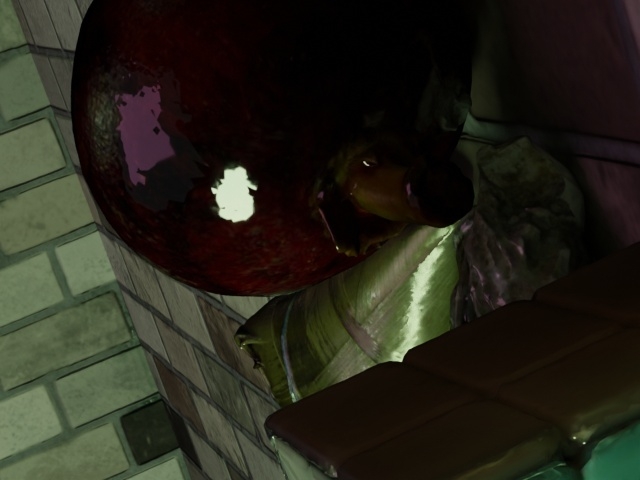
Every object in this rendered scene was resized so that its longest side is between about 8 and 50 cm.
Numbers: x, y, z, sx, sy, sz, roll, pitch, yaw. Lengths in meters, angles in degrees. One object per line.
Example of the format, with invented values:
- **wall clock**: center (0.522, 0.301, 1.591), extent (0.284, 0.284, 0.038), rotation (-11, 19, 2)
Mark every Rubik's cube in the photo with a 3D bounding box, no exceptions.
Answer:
- **Rubik's cube**: center (0.135, 0.148, 0.761), extent (0.231, 0.225, 0.221), rotation (69, 167, -9)

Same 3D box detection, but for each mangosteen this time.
- **mangosteen**: center (-0.007, -0.064, 0.957), extent (0.261, 0.235, 0.235), rotation (41, 151, 41)

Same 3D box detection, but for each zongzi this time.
- **zongzi**: center (0.083, 0.114, 1.166), extent (0.251, 0.125, 0.274), rotation (59, 147, 1)

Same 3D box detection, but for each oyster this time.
- **oyster**: center (0.129, 0.089, 0.974), extent (0.267, 0.112, 0.198), rotation (72, -172, -50)
